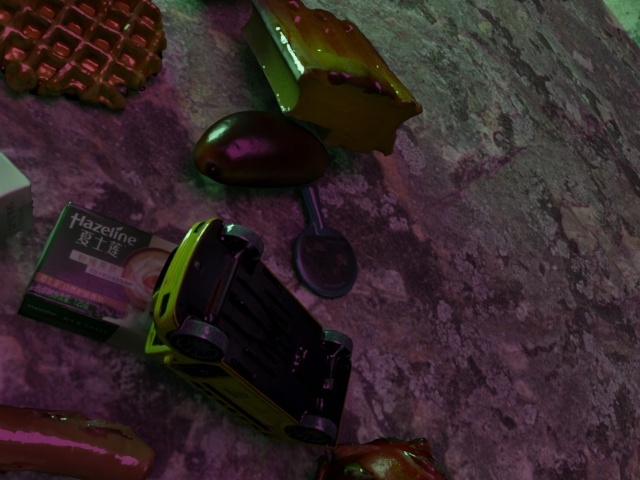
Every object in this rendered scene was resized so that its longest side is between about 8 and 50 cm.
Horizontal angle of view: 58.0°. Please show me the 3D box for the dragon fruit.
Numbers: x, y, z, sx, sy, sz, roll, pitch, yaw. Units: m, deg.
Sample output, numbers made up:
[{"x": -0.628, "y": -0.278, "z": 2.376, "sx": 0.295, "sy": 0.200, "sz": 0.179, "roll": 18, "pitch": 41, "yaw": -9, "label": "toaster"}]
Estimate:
[{"x": 0.045, "y": 0.337, "z": 0.744, "sx": 0.269, "sy": 0.198, "sz": 0.200, "roll": 5, "pitch": 29, "yaw": -10, "label": "dragon fruit"}]

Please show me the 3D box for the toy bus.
[{"x": -0.088, "y": 0.127, "z": 0.689, "sx": 0.331, "sy": 0.151, "sz": 0.145, "roll": 51, "pitch": 42, "yaw": -38, "label": "toy bus"}]

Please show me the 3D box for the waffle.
[{"x": -0.378, "y": -0.348, "z": 0.862, "sx": 0.329, "sy": 0.062, "sz": 0.329, "roll": 11, "pitch": 67, "yaw": -29, "label": "waffle"}]

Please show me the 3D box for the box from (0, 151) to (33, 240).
[{"x": -0.453, "y": -0.097, "z": 0.639, "sx": 0.269, "sy": 0.079, "sz": 0.135, "roll": 42, "pitch": 48, "yaw": 13, "label": "box"}]

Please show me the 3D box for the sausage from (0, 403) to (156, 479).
[{"x": -0.321, "y": 0.208, "z": 0.611, "sx": 0.304, "sy": 0.078, "sz": 0.078, "roll": 22, "pitch": 55, "yaw": -24, "label": "sausage"}]

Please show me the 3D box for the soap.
[{"x": 0.009, "y": -0.301, "z": 1.017, "sx": 0.259, "sy": 0.143, "sz": 0.281, "roll": 10, "pitch": 43, "yaw": -36, "label": "soap"}]

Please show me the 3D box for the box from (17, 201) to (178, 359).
[{"x": -0.255, "y": 0.057, "z": 0.735, "sx": 0.199, "sy": 0.081, "sz": 0.135, "roll": 25, "pitch": 54, "yaw": -24, "label": "box"}]

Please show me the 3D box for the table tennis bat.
[{"x": 0.000, "y": 0.000, "z": 0.972, "sx": 0.124, "sy": 0.033, "sz": 0.201, "roll": -3, "pitch": 73, "yaw": -37, "label": "table tennis bat"}]

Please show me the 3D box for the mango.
[{"x": -0.087, "y": -0.148, "z": 0.940, "sx": 0.267, "sy": 0.111, "sz": 0.133, "roll": -6, "pitch": 49, "yaw": -45, "label": "mango"}]
